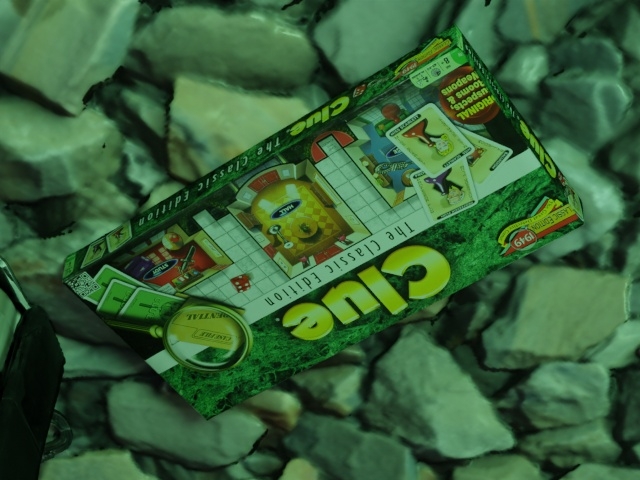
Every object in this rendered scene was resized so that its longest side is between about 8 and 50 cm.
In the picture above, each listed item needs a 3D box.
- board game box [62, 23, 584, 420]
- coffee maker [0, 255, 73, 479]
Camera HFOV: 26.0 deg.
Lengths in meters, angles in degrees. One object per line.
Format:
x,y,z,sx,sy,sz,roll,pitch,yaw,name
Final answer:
0.000,0.000,0.767,0.260,0.030,0.136,-30,124,20,board game box
-0.197,0.118,0.758,0.120,0.178,0.171,-33,121,23,coffee maker
